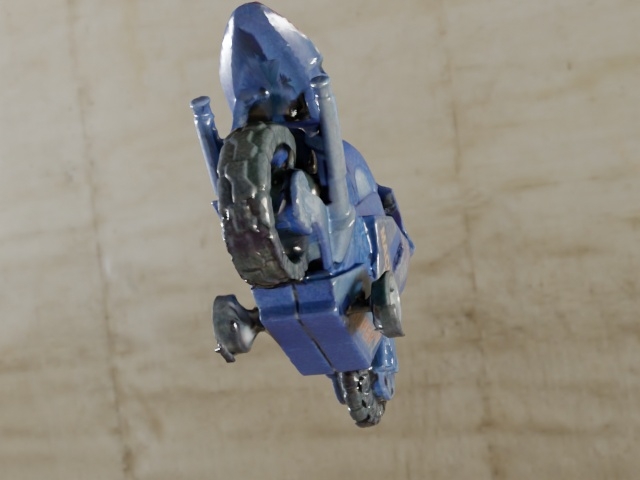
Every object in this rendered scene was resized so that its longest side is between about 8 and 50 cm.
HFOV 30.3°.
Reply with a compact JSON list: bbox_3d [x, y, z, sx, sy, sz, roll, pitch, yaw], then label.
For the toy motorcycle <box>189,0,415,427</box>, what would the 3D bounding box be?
[{"bbox_3d":[0.000,0.000,0.504,0.076,0.114,0.205,-8,148,14],"label":"toy motorcycle"}]
